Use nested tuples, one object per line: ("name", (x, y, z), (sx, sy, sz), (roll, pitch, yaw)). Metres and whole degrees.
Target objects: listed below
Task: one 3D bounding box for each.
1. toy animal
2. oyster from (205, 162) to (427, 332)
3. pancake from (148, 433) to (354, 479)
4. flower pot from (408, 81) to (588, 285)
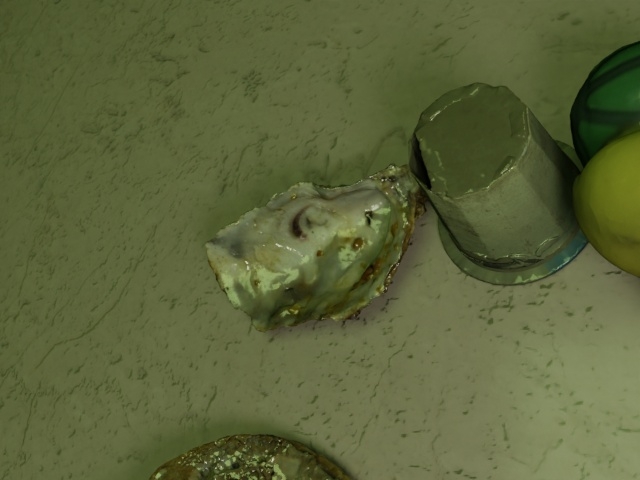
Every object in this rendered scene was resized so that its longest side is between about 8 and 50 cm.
("toy animal", (0.357, -0.067, 0.716), (0.191, 0.216, 0.338), (-5, 55, 2))
("oyster", (0.019, 0.018, 0.986), (0.396, 0.111, 0.204), (-24, 74, 20))
("pancake", (-0.103, 0.406, 0.829), (0.386, 0.082, 0.387), (-12, 45, 12))
("flower pot", (0.201, -0.075, 0.839), (0.212, 0.202, 0.212), (-17, 59, 30))
